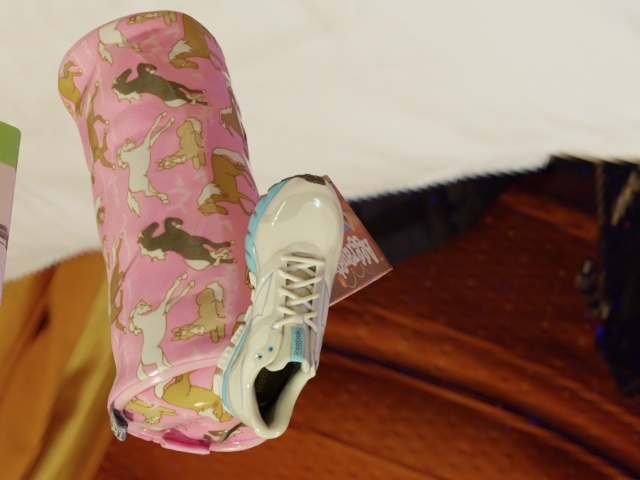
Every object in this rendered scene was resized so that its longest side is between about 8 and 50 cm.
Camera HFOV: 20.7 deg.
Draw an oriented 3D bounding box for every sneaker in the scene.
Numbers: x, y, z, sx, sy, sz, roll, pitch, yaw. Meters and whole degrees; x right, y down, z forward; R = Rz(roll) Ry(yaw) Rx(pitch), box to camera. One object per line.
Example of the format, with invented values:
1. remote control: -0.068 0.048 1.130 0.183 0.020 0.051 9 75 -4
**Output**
1. sneaker: -0.019 0.050 1.209 0.071 0.083 0.190 7 106 -19

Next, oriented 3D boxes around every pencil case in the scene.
1. pencil case: -0.126 -0.012 1.489 0.167 0.386 0.160 -19 148 12

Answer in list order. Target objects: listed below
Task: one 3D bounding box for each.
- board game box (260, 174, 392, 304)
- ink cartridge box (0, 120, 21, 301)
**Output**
1. board game box: 0.000 0.000 2.036 0.027 0.281 0.145 -35 87 18
2. ink cartridge box: -0.383 0.026 1.650 0.115 0.273 0.198 24 128 -24
